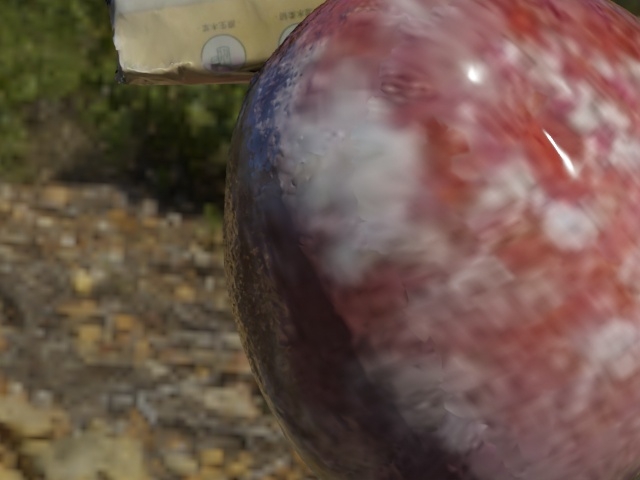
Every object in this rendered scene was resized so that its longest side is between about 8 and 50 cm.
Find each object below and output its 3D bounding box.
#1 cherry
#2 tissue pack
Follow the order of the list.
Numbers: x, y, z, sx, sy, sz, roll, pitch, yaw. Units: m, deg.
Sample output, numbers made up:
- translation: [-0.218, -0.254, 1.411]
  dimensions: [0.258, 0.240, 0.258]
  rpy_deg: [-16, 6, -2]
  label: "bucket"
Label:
- translation: [0.075, 0.012, 0.854]
  dimensions: [0.213, 0.236, 0.285]
  rpy_deg: [-15, -50, 44]
  label: "cherry"
- translation: [0.006, -0.169, 1.167]
  dimensions: [0.257, 0.123, 0.215]
  rpy_deg: [-7, 13, 4]
  label: "tissue pack"
